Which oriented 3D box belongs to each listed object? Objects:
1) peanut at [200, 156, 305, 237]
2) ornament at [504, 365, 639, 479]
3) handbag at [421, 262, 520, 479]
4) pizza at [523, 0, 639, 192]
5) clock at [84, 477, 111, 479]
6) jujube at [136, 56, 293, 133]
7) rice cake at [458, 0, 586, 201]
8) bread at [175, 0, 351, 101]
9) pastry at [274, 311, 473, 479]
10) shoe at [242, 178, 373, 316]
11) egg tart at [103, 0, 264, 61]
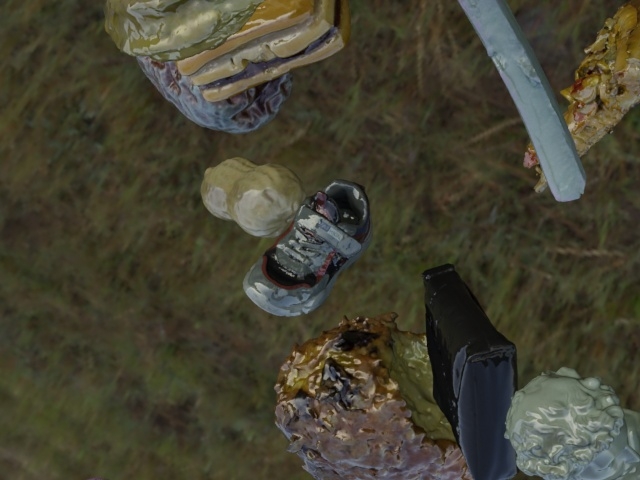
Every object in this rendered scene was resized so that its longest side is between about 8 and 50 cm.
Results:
[{"bbox_3d":[-0.110,-0.068,1.812,0.123,0.123,0.257,41,166,-28],"label":"peanut"},{"bbox_3d":[0.289,0.222,1.222,0.130,0.120,0.285,-11,151,25],"label":"ornament"},{"bbox_3d":[0.195,0.184,1.567,0.223,0.080,0.246,-123,22,-57],"label":"handbag"},{"bbox_3d":[0.372,-0.217,1.523,0.074,0.251,0.287,34,143,-4],"label":"pizza"},{"bbox_3d":[-0.301,0.414,1.436,0.090,0.227,0.248,13,162,10],"label":"clock"},{"bbox_3d":[-0.180,-0.318,1.927,0.317,0.226,0.226,42,169,36],"label":"jujube"},{"bbox_3d":[0.199,-0.156,1.119,0.043,0.127,0.237,-26,101,16],"label":"rice cake"},{"bbox_3d":[-0.066,-0.233,1.222,0.200,0.116,0.077,-18,148,24],"label":"bread"},{"bbox_3d":[0.099,0.291,1.927,0.405,0.292,0.337,21,140,-34],"label":"pastry"},{"bbox_3d":[0.000,-0.001,1.441,0.099,0.227,0.125,38,142,11],"label":"shoe"},{"bbox_3d":[-0.049,-0.287,0.841,0.352,0.352,0.150,-2,139,49],"label":"egg tart"}]
